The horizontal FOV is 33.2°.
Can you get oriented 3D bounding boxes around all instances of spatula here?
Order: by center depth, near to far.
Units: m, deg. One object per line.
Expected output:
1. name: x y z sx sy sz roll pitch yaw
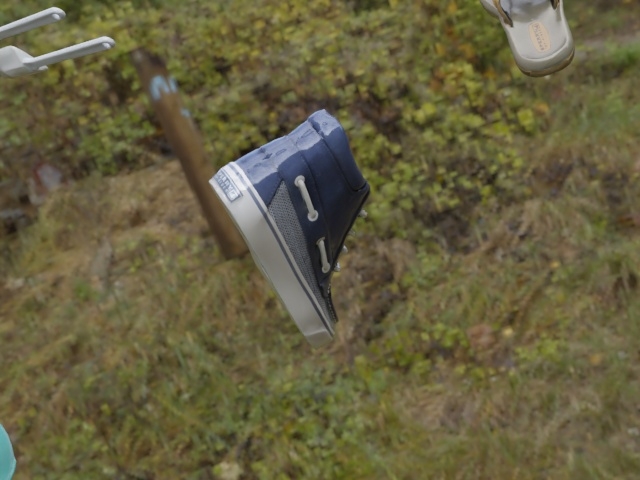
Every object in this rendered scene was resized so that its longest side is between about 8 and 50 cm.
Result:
1. spatula: -0.344 -0.231 1.184 0.242 0.168 0.019 -5 63 41

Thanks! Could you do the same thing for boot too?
1. boot: 0.000 0.000 0.697 0.086 0.190 0.069 -33 57 -6

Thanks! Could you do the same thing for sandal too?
1. sandal: 0.186 -0.225 0.995 0.072 0.049 0.180 -24 49 14

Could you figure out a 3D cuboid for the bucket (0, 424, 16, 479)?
1. bucket: -0.295 0.098 0.593 0.183 0.281 0.281 -19 13 -28
